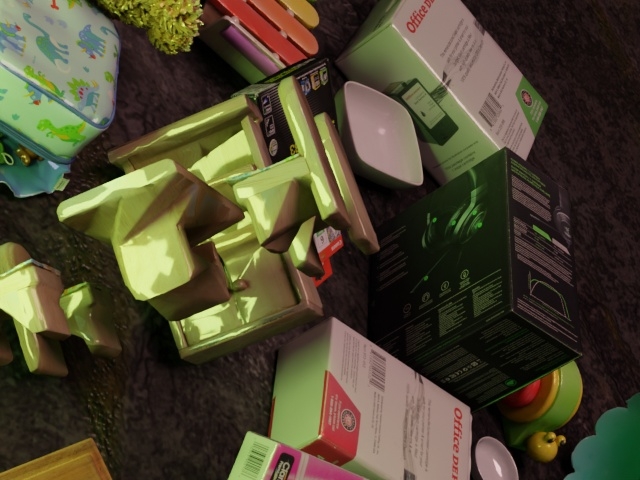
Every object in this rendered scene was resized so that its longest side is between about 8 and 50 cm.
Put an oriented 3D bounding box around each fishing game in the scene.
[{"bbox_3d":[-0.336,-0.130,1.744,0.189,0.041,0.264,44,38,-15],"label":"fishing game"}]

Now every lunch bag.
[{"bbox_3d":[-0.304,-0.198,1.734,0.176,0.090,0.219,34,32,-29],"label":"lunch bag"}]

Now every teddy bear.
[{"bbox_3d":[-0.273,-0.321,1.828,0.338,0.245,0.113,39,83,-21],"label":"teddy bear"}]

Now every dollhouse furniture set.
[{"bbox_3d":[-0.149,-0.041,1.647,0.394,0.362,0.256,38,31,-73],"label":"dollhouse furniture set"}]

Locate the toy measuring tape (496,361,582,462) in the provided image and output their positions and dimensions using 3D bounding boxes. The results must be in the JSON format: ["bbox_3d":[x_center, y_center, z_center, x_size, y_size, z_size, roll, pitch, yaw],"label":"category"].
[{"bbox_3d":[0.286,0.144,2.219,0.121,0.121,0.330,22,48,-40],"label":"toy measuring tape"}]

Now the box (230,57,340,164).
[{"bbox_3d":[-0.036,-0.116,2.021,0.191,0.045,0.184,-34,119,-56],"label":"box"}]

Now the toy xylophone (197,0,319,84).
[{"bbox_3d":[-0.098,-0.338,2.149,0.236,0.081,0.322,35,41,-28],"label":"toy xylophone"}]

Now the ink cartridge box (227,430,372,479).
[{"bbox_3d":[0.038,0.345,1.744,0.371,0.069,0.175,28,81,-38],"label":"ink cartridge box"}]

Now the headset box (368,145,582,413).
[{"bbox_3d":[0.188,0.054,2.056,0.131,0.246,0.283,32,42,-31],"label":"headset box"}]

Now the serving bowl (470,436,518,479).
[{"bbox_3d":[0.218,0.296,2.095,0.083,0.027,0.083,30,44,-33],"label":"serving bowl"}]

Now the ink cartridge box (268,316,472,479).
[{"bbox_3d":[0.060,0.226,1.896,0.237,0.100,0.172,34,42,-29],"label":"ink cartridge box"}]

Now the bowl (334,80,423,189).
[{"bbox_3d":[0.071,-0.135,2.223,0.142,0.053,0.142,20,50,-40],"label":"bowl"}]

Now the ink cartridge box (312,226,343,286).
[{"bbox_3d":[0.000,0.000,2.016,0.063,0.029,0.115,-39,122,-53],"label":"ink cartridge box"}]

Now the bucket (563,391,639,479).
[{"bbox_3d":[0.483,0.352,2.176,0.183,0.281,0.281,35,41,-38],"label":"bucket"}]

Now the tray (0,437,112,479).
[{"bbox_3d":[-0.311,0.324,1.402,0.411,0.076,0.202,-16,77,-55],"label":"tray"}]

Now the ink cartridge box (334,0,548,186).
[{"bbox_3d":[0.180,-0.226,2.362,0.289,0.121,0.211,48,36,-13],"label":"ink cartridge box"}]
